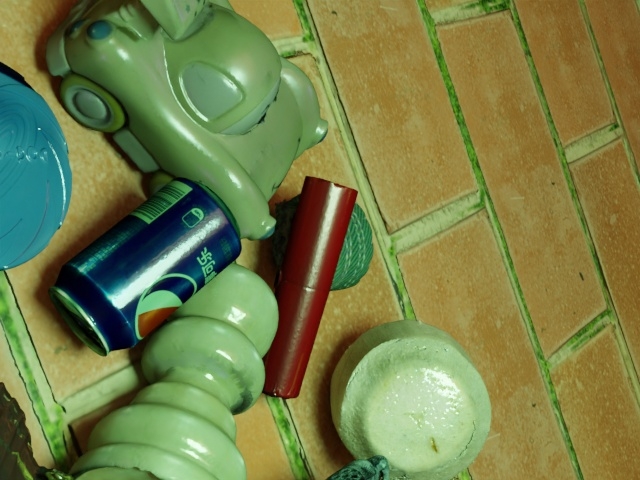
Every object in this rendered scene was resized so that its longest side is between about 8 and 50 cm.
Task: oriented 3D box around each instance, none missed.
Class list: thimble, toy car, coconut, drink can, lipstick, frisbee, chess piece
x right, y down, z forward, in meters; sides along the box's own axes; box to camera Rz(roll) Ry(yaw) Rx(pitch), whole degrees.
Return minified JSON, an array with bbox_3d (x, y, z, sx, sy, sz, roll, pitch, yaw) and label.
[{"bbox_3d":[0.002,0.002,1.419,0.090,0.118,0.135,-2,82,-51],"label":"thimble"},{"bbox_3d":[-0.124,-0.184,1.249,0.336,0.226,0.242,50,46,-26],"label":"toy car"},{"bbox_3d":[0.120,0.211,1.424,0.234,0.224,0.224,-32,106,-85],"label":"coconut"},{"bbox_3d":[-0.189,0.028,1.153,0.205,0.118,0.118,-41,111,-23],"label":"drink can"},{"bbox_3d":[-0.022,0.061,1.327,0.073,0.073,0.279,12,94,-47],"label":"lipstick"},{"bbox_3d":[-0.352,-0.087,1.094,0.242,0.045,0.242,20,63,-46],"label":"frisbee"},{"bbox_3d":[-0.141,0.166,1.180,0.182,0.182,0.330,47,41,-30],"label":"chess piece"}]

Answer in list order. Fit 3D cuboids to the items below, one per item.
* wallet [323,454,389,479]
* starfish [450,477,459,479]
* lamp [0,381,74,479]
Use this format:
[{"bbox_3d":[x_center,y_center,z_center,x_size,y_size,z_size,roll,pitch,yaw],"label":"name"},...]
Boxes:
[{"bbox_3d":[-0.051,0.391,1.194,0.342,0.075,0.237,-21,132,-52],"label":"wallet"},{"bbox_3d":[0.133,0.370,1.444,0.074,0.146,0.190,24,50,5],"label":"starfish"},{"bbox_3d":[-0.326,0.220,0.880,0.247,0.247,0.247,19,64,-45],"label":"lamp"}]
